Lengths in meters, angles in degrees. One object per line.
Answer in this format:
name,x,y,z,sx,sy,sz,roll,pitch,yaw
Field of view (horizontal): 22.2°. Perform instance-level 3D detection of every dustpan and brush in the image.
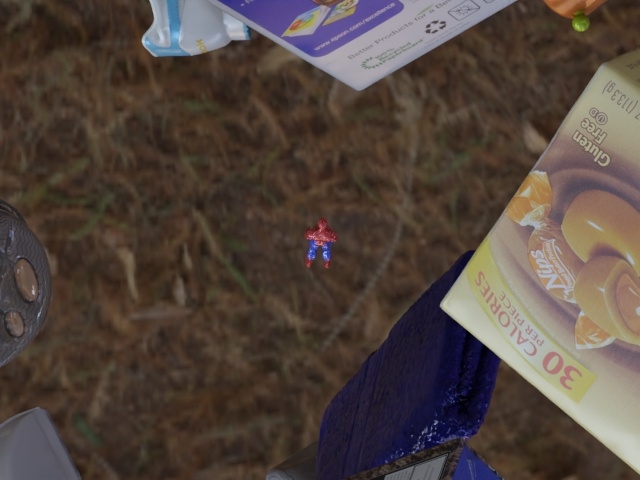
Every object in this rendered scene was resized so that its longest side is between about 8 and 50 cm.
dustpan and brush,-0.291,0.248,1.485,0.060,0.211,0.147,-26,90,19

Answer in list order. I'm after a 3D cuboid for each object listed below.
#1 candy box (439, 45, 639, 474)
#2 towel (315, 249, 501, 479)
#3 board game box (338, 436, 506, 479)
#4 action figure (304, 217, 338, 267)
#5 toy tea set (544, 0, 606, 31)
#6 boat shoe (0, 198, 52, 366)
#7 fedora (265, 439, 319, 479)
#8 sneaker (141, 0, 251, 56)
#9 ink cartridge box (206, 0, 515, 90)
candy box,0.243,0.059,0.900,0.316,0.087,0.183,40,121,14
towel,0.082,0.173,1.555,0.076,0.227,0.308,25,136,-12
board game box,0.015,0.309,1.212,0.141,0.232,0.291,45,136,-19
action figure,0.000,0.000,1.844,0.038,0.030,0.115,8,161,0
toy tea set,0.284,-0.398,1.820,0.200,0.336,0.124,40,148,-18
boat shoe,-0.339,0.060,0.986,0.355,0.130,0.132,-15,111,-11
fedora,0.017,0.313,1.856,0.124,0.275,0.243,-8,122,-23
sneaker,-0.126,-0.259,1.292,0.092,0.087,0.228,-16,91,3
ink cartridge box,-0.005,-0.205,0.984,0.176,0.069,0.371,-28,156,23
